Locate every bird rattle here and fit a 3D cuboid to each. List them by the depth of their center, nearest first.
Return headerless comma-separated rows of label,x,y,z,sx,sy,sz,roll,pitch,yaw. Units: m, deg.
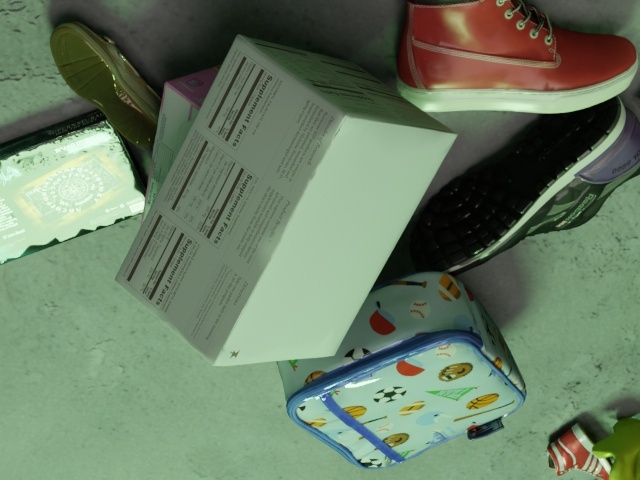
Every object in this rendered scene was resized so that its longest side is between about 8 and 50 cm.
bird rattle,0.484,0.274,1.812,0.253,0.207,0.143,-30,132,16

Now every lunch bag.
lunch bag,0.087,0.156,1.619,0.243,0.115,0.303,-25,149,10

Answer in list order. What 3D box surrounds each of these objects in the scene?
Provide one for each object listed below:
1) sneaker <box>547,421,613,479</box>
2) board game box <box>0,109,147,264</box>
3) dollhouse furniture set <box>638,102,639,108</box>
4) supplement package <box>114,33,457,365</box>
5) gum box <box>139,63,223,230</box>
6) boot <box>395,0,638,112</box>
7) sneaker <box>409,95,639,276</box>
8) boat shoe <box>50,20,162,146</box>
sneaker,0.336,0.289,1.887,0.067,0.042,0.118,-35,121,10
board game box,-0.274,-0.051,1.456,0.186,0.026,0.126,-19,131,2
dollhouse furniture set,0.435,-0.149,1.560,0.151,0.123,0.144,36,119,4
supplement package,-0.030,-0.032,1.366,0.204,0.145,0.262,2,121,-57
gum box,-0.107,-0.075,1.425,0.107,0.062,0.188,-24,141,-41
boot,0.197,-0.217,1.406,0.244,0.088,0.176,-4,128,-7
sneaker,0.231,-0.033,1.557,0.283,0.107,0.124,-37,134,16
boat shoe,-0.197,-0.155,1.384,0.056,0.048,0.153,-20,129,34
